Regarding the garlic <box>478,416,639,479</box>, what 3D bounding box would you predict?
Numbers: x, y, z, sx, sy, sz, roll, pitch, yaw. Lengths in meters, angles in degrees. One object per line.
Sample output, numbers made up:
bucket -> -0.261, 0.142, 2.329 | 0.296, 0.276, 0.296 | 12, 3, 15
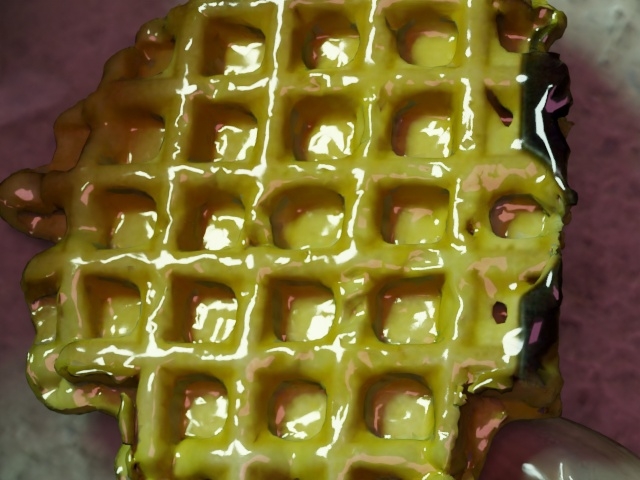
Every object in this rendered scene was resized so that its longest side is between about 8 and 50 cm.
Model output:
garlic -> 0.125, 0.150, 0.772 | 0.101, 0.087, 0.195 | -29, 80, 13

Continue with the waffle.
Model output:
waffle -> -0.001, -0.001, 0.792 | 0.307, 0.060, 0.312 | -32, 65, 4
